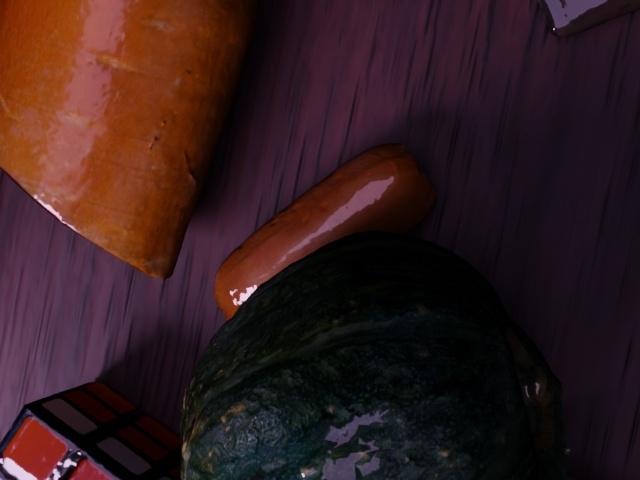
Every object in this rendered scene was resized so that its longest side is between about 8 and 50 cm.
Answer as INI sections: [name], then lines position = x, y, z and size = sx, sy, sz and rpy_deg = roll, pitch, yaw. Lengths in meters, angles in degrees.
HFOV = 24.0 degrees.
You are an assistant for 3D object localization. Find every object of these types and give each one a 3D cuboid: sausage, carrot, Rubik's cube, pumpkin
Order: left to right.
[Rubik's cube]
position = -0.177, 0.223, 1.163
size = 0.163, 0.160, 0.162
rpy_deg = 36, 97, 7
[carrot]
position = -0.153, -0.162, 1.130
size = 0.214, 0.193, 0.331
rpy_deg = 23, 99, 10
[sausage]
position = 0.000, 0.000, 1.168
size = 0.197, 0.076, 0.076
rpy_deg = -36, 85, 11
[pumpkin]
position = 0.018, 0.116, 1.036
size = 0.263, 0.293, 0.197
rpy_deg = -15, 127, 19

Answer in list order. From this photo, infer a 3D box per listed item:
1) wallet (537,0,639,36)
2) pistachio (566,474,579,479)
[wallet]
position = 0.294, -0.276, 1.120
size = 0.309, 0.042, 0.165
rpy_deg = -19, 90, 12
[pistachio]
position = 0.184, 0.263, 1.113
size = 0.229, 0.157, 0.157
rpy_deg = 41, 98, 13
